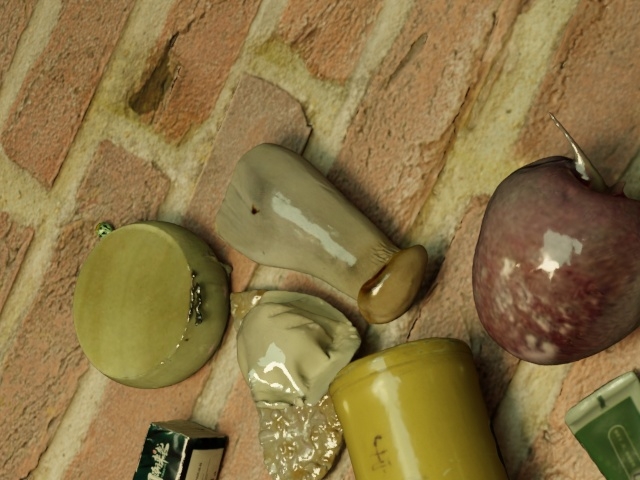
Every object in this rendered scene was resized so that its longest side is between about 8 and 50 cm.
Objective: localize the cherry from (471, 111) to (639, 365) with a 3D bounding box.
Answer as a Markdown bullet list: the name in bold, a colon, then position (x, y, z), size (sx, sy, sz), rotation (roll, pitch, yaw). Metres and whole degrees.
- **cherry**: position (0.266, 0.017, 1.473), size (0.213, 0.184, 0.266), rotation (41, 120, 41)

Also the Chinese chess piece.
- **Chinese chess piece**: position (-0.226, 0.088, 1.840), size (0.238, 0.092, 0.237), rotation (-8, 76, 33)

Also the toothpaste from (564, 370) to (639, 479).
- **toothpaste**: position (0.382, 0.320, 1.413), size (0.099, 0.061, 0.392), rotation (-39, 59, 22)

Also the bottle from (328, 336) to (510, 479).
- **bottle**: position (0.134, 0.298, 1.513), size (0.171, 0.171, 0.351), rotation (-26, 68, 27)

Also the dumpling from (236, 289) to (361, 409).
- **dumpling**: position (-0.026, 0.129, 1.656), size (0.155, 0.111, 0.181), rotation (-6, 67, 8)

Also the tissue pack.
- **tissue pack**: position (-0.193, 0.323, 1.769), size (0.090, 0.103, 0.170), rotation (15, 90, 28)

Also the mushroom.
- **mushroom**: position (0.000, 0.000, 1.707), size (0.329, 0.122, 0.159), rotation (35, 137, 34)

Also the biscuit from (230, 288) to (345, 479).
- **biscuit**: position (-0.027, 0.179, 1.723), size (0.141, 0.038, 0.289), rotation (-24, 67, 23)

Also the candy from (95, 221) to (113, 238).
- **candy**: position (-0.285, -0.007, 1.943), size (0.083, 0.025, 0.023), rotation (16, 78, 23)
